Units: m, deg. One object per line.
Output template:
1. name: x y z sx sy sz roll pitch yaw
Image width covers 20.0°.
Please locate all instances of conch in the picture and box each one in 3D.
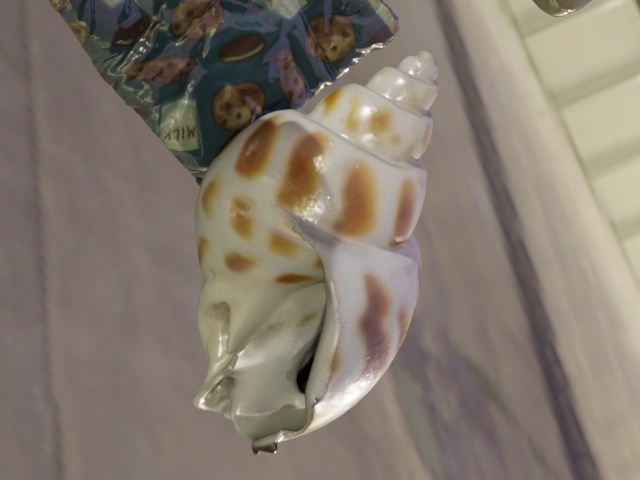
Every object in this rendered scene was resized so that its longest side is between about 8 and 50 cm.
1. conch: 0.000 0.000 1.228 0.149 0.275 0.183 -16 42 -44

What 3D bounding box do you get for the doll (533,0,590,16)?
1. doll: 0.134 -0.318 1.163 0.379 0.252 0.382 40 -10 -2

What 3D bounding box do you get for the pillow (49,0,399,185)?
1. pillow: -0.074 -0.169 1.219 0.255 0.189 0.034 52 -1 -40
